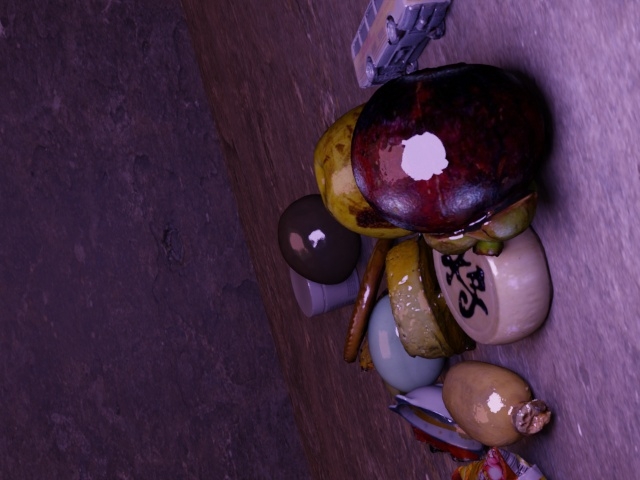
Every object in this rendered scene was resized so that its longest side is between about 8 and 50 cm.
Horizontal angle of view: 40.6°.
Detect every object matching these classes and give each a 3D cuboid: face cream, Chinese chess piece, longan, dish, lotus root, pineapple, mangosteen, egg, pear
[{"bbox_3d":[0.013,0.113,2.442,0.177,0.153,0.177,163,90,-73],"label":"face cream"},{"bbox_3d":[0.293,0.055,1.503,0.257,0.104,0.257,163,90,-75],"label":"Chinese chess piece"},{"bbox_3d":[0.000,0.000,2.274,0.248,0.248,0.248,164,90,-74],"label":"longan"},{"bbox_3d":[0.261,0.361,1.847,0.228,0.086,0.236,8,150,43],"label":"dish"},{"bbox_3d":[0.311,0.302,1.629,0.303,0.131,0.146,-167,61,-72],"label":"lotus root"},{"bbox_3d":[0.156,0.225,2.090,0.225,0.076,0.224,-164,90,-84],"label":"pineapple"},{"bbox_3d":[0.191,-0.123,1.314,0.300,0.301,0.300,164,90,-74],"label":"mangosteen"},{"bbox_3d":[0.189,0.225,1.906,0.168,0.168,0.230,-166,60,-72],"label":"egg"},{"bbox_3d":[0.125,-0.135,1.600,0.283,0.284,0.283,164,90,-74],"label":"pear"}]

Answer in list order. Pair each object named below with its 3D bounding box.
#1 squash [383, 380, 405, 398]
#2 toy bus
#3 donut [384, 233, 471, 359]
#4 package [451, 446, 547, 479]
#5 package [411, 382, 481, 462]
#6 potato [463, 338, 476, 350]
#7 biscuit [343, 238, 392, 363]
[{"bbox_3d":[0.179,0.304,2.257,0.219,0.041,0.219,165,90,-75],"label":"squash"},{"bbox_3d":[0.142,-0.394,1.607,0.342,0.097,0.137,122,137,-71],"label":"toy bus"},{"bbox_3d":[0.195,0.115,1.655,0.272,0.107,0.272,54,-155,-41],"label":"donut"},{"bbox_3d":[0.371,0.485,1.615,0.223,0.108,0.288,46,165,13],"label":"package"},{"bbox_3d":[0.270,0.426,2.020,0.194,0.071,0.269,60,161,-2],"label":"package"},{"bbox_3d":[0.270,0.190,1.791,0.103,0.067,0.096,-136,31,-57],"label":"potato"},{"bbox_3d":[0.109,0.129,1.989,0.318,0.040,0.317,17,-90,-85],"label":"biscuit"}]
